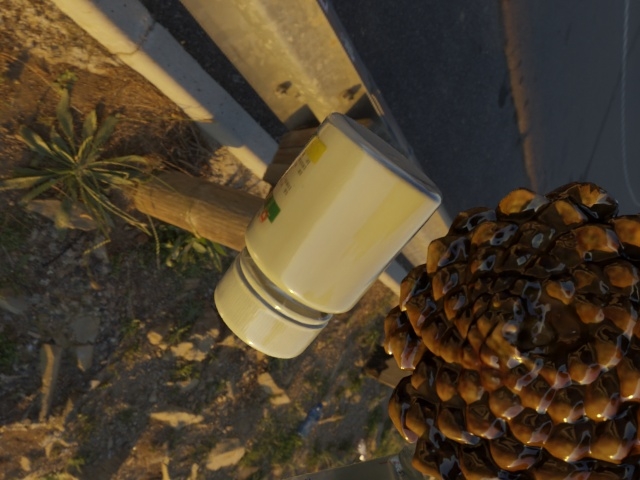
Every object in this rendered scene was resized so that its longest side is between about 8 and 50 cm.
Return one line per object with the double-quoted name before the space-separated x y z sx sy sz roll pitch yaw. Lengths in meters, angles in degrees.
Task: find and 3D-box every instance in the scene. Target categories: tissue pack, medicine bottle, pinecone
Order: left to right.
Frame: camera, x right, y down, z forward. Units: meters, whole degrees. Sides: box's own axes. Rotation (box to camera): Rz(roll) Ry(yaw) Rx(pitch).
"medicine bottle" 0.000 0.000 0.764 0.339 0.208 0.208 -51 150 18
"tissue pack" 0.048 0.328 0.621 0.193 0.122 0.026 -7 117 -16
"pinecone" 0.281 0.139 0.547 0.384 0.384 0.384 -28 126 -46
